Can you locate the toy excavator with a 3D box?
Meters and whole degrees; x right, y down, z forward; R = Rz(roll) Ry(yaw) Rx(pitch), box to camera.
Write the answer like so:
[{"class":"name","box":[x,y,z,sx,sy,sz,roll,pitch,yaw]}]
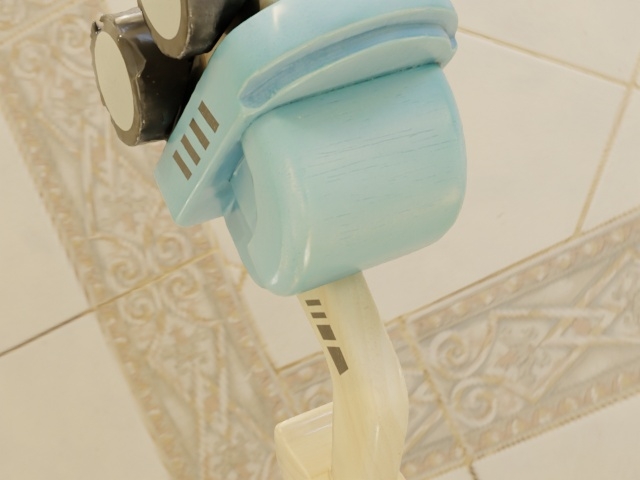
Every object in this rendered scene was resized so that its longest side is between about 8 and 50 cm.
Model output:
[{"class":"toy excavator","box":[0.000,0.000,1.018,0.222,0.433,0.445,-17,75,-25]}]
